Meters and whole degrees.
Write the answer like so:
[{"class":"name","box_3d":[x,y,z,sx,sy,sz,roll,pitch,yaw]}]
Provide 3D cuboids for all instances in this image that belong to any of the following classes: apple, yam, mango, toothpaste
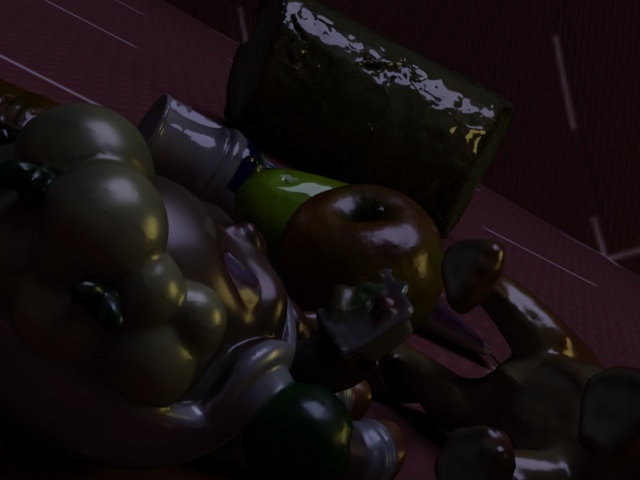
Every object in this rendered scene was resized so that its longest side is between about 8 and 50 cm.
[{"class":"apple","box_3d":[0.021,0.012,0.764,0.089,0.074,0.089,15,31,-9]},{"class":"yam","box_3d":[0.054,-0.127,1.479,0.304,0.168,0.168,26,8,-11]},{"class":"mango","box_3d":[0.000,-0.004,0.836,0.108,0.073,0.056,29,-31,-8]},{"class":"toothpaste","box_3d":[0.000,0.000,0.911,0.266,0.061,0.096,32,6,-20]}]

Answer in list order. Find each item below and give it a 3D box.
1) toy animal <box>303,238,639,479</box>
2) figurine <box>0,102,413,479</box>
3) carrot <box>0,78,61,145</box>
[{"class":"toy animal","box_3d":[0.112,0.092,0.603,0.157,0.097,0.312,38,1,-24]},{"class":"figurine","box_3d":[-0.033,0.027,0.443,0.197,0.093,0.147,21,21,-48]},{"class":"carrot","box_3d":[-0.183,-0.061,0.592,0.260,0.070,0.070,29,8,9]}]
